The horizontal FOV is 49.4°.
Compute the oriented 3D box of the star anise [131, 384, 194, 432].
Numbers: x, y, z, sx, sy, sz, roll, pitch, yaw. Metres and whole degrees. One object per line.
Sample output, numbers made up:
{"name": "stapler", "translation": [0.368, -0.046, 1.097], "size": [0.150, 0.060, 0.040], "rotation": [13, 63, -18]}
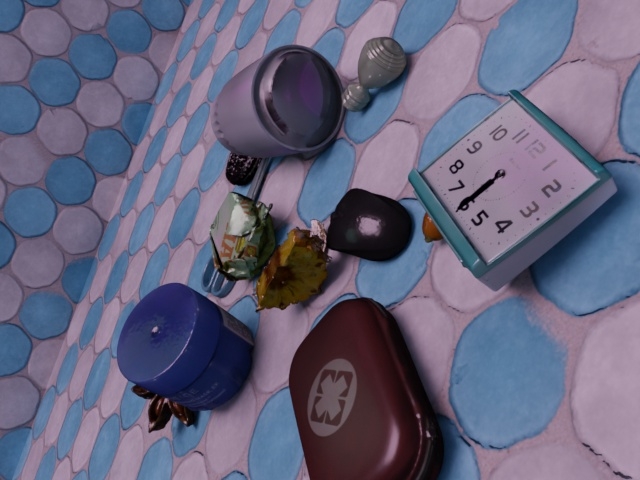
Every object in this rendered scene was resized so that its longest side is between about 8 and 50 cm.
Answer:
{"name": "star anise", "translation": [-0.394, 0.391, 1.807], "size": [0.214, 0.099, 0.219], "rotation": [-6, 69, 31]}

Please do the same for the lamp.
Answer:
{"name": "lamp", "translation": [0.117, -0.378, 1.580], "size": [0.193, 0.106, 0.106], "rotation": [-49, 32, 44]}

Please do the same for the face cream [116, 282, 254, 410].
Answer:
{"name": "face cream", "translation": [-0.308, 0.253, 1.623], "size": [0.249, 0.225, 0.248], "rotation": [-21, 50, 28]}

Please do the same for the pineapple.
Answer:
{"name": "pineapple", "translation": [-0.044, 0.071, 1.481], "size": [0.233, 0.135, 0.079], "rotation": [-53, 40, 39]}

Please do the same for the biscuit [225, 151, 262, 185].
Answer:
{"name": "biscuit", "translation": [-0.218, -0.252, 2.069], "size": [0.194, 0.053, 0.194], "rotation": [-37, 41, 41]}

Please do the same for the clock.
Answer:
{"name": "clock", "translation": [0.284, -0.073, 1.051], "size": [0.231, 0.116, 0.262], "rotation": [-40, 38, 13]}

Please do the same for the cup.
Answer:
{"name": "cup", "translation": [-0.124, -0.338, 1.789], "size": [0.372, 0.253, 0.253], "rotation": [0, 69, 62]}

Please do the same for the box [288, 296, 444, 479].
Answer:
{"name": "box", "translation": [0.061, 0.278, 1.169], "size": [0.263, 0.108, 0.403], "rotation": [-52, 31, 22]}

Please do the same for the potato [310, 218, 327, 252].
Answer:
{"name": "potato", "translation": [0.001, -0.001, 1.555], "size": [0.037, 0.036, 0.093], "rotation": [-5, 80, 18]}

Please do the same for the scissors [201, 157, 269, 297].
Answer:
{"name": "scissors", "translation": [-0.224, -0.056, 1.957], "size": [0.193, 0.029, 0.446], "rotation": [14, 81, 60]}

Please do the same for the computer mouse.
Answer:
{"name": "computer mouse", "translation": [0.076, -0.036, 1.402], "size": [0.270, 0.086, 0.137], "rotation": [17, 83, 62]}

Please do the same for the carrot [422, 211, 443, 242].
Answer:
{"name": "carrot", "translation": [0.258, -0.108, 1.192], "size": [0.271, 0.062, 0.066], "rotation": [-54, 0, 12]}

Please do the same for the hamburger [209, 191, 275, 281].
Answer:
{"name": "hamburger", "translation": [-0.185, -0.018, 1.779], "size": [0.235, 0.125, 0.214], "rotation": [-46, 49, 19]}
